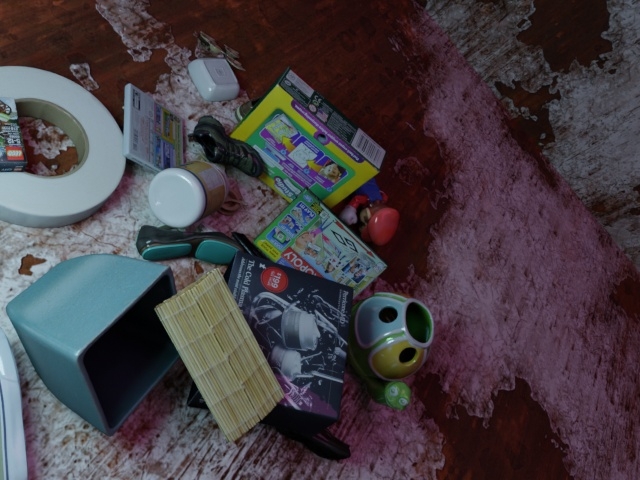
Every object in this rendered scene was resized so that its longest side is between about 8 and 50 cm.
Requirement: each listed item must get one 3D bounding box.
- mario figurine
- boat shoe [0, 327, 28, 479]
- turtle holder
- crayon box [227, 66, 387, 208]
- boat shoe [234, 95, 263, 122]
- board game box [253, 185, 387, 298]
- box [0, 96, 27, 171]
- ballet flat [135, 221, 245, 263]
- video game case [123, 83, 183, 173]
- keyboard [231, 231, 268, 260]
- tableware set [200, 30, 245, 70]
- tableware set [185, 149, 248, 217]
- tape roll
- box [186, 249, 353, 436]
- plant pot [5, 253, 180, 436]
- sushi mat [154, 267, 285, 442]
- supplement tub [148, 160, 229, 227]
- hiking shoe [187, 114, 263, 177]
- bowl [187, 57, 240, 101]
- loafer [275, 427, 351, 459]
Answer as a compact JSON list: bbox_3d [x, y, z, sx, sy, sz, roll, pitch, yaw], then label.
[{"bbox_3d":[0.136,-0.115,1.885,0.198,0.170,0.320,-16,62,-7],"label":"mario figurine"},{"bbox_3d":[-0.594,0.308,1.035,0.094,0.109,0.302,-5,73,-39],"label":"boat shoe"},{"bbox_3d":[0.185,0.283,1.599,0.243,0.227,0.320,48,46,-9],"label":"turtle holder"},{"bbox_3d":[-0.052,-0.258,1.644,0.363,0.313,0.106,38,48,-17],"label":"crayon box"},{"bbox_3d":[-0.144,-0.415,1.809,0.257,0.095,0.095,-28,86,-45],"label":"boat shoe"},{"bbox_3d":[0.002,0.034,1.607,0.317,0.213,0.046,42,13,-13],"label":"board game box"},{"bbox_3d":[-0.731,-0.216,1.156,0.233,0.044,0.159,-7,71,-40],"label":"box"},{"bbox_3d":[-0.320,-0.002,1.443,0.280,0.095,0.096,6,51,-37],"label":"ballet flat"},{"bbox_3d":[-0.430,-0.272,1.497,0.193,0.023,0.212,30,46,-54],"label":"video game case"},{"bbox_3d":[-0.167,0.049,1.545,0.180,0.023,0.108,49,7,13],"label":"keyboard"},{"bbox_3d":[-0.301,-0.589,1.788,0.141,0.020,0.168,26,23,-37],"label":"tableware set"},{"bbox_3d":[-0.278,-0.163,1.599,0.128,0.039,0.194,-18,78,-43],"label":"tableware set"},{"bbox_3d":[-0.641,-0.215,1.310,0.392,0.072,0.392,19,56,-30],"label":"tape roll"},{"bbox_3d":[-0.109,0.245,1.368,0.312,0.179,0.343,19,55,-15],"label":"box"},{"bbox_3d":[-0.447,0.172,1.118,0.252,0.248,0.247,18,43,19],"label":"plant pot"},{"bbox_3d":[-0.191,0.227,1.139,0.151,0.019,0.316,-34,105,-34],"label":"sushi mat"},{"bbox_3d":[-0.320,-0.121,1.433,0.144,0.144,0.199,52,20,-4],"label":"supplement tub"},{"bbox_3d":[-0.263,-0.236,1.594,0.227,0.086,0.114,38,45,-14],"label":"hiking shoe"},{"bbox_3d":[-0.315,-0.496,1.746,0.142,0.053,0.142,-20,78,-44],"label":"bowl"},{"bbox_3d":[-0.008,0.475,1.437,0.220,0.080,0.078,36,49,-18],"label":"loafer"}]
